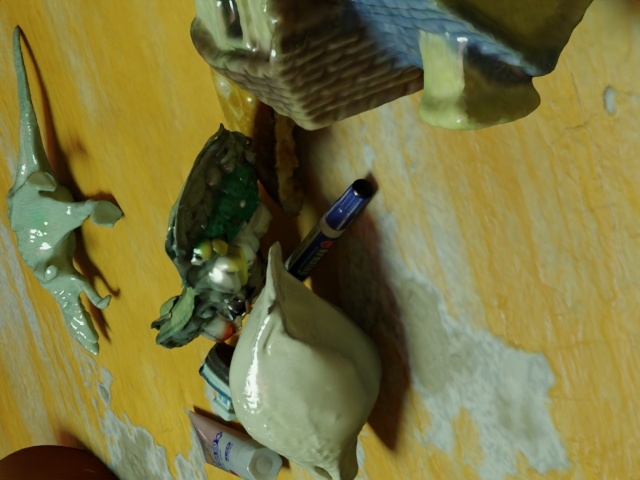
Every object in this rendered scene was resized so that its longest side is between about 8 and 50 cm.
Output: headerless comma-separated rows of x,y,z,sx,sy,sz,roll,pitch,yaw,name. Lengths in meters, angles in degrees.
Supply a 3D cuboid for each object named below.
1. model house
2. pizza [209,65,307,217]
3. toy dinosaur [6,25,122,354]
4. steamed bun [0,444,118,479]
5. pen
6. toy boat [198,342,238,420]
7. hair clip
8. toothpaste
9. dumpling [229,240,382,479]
0.017,-0.198,0.961,0.321,0.261,0.266,16,124,60,model house
-0.050,-0.116,1.336,0.178,0.041,0.131,61,156,18,pizza
-0.318,-0.054,1.787,0.393,0.092,0.205,67,155,0,toy dinosaur
-0.332,0.445,1.953,0.379,0.248,0.235,39,139,43,steamed bun
0.000,0.000,1.345,0.025,0.025,0.204,62,150,13,pen
-0.081,0.151,1.537,0.140,0.059,0.066,34,118,49,toy boat
-0.085,0.015,1.376,0.091,0.138,0.321,26,160,3,hair clip
-0.098,0.223,1.640,0.194,0.043,0.067,4,115,64,toothpaste
-0.012,0.105,1.340,0.126,0.166,0.216,-37,114,23,dumpling
